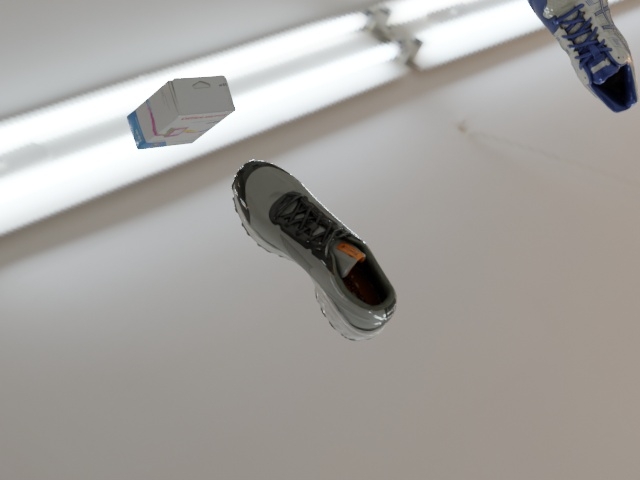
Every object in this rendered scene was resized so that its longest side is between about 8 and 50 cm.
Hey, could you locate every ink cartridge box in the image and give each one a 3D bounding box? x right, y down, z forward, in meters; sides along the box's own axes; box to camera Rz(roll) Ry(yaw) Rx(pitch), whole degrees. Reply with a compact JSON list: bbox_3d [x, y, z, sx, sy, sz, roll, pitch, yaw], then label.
[{"bbox_3d":[-0.179,-0.164,1.545,0.088,0.122,0.052,-11,-101,-37],"label":"ink cartridge box"}]

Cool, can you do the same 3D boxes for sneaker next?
[{"bbox_3d":[0.000,0.000,1.501,0.271,0.108,0.100,47,-115,2],"label":"sneaker"},{"bbox_3d":[0.426,-0.318,1.889,0.296,0.112,0.131,39,-152,-40],"label":"sneaker"}]
